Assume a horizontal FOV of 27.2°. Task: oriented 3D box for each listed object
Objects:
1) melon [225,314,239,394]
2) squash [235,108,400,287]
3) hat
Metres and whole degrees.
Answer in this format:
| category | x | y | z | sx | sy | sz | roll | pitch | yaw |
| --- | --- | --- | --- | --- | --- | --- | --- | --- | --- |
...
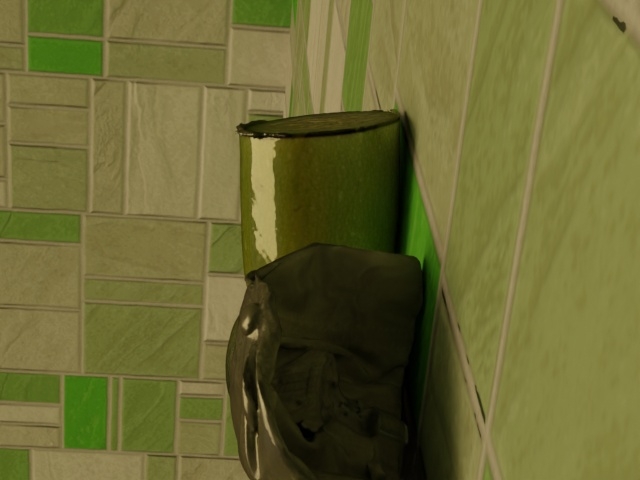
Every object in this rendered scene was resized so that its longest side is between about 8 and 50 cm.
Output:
| category | x | y | z | sx | sy | sz | roll | pitch | yaw |
| --- | --- | --- | --- | --- | --- | --- | --- | --- | --- |
| melon | -0.047 | 0.136 | 1.456 | 0.114 | 0.114 | 0.167 | -109 | 25 | -79 |
| squash | 0.000 | 0.000 | 0.946 | 0.123 | 0.123 | 0.187 | -113 | 23 | -80 |
| hat | -0.001 | 0.131 | 0.789 | 0.214 | 0.149 | 0.245 | -91 | 17 | -49 |
